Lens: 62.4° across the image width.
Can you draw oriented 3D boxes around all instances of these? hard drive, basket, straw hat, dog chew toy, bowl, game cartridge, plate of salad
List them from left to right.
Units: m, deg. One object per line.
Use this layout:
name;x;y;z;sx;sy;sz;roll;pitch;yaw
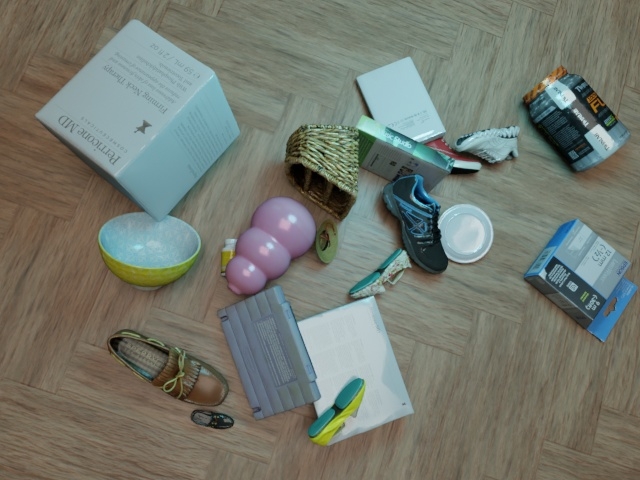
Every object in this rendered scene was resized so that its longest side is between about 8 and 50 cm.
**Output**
bowl;-0.514;0.054;1.581;0.289;0.290;0.156;16;121;-4
dog chew toy;-0.162;0.026;1.612;0.206;0.206;0.332;37;73;1
game cartridge;-0.153;0.337;1.589;0.230;0.068;0.355;-23;83;16
basket;-0.006;-0.201;1.631;0.213;0.299;0.223;2;79;-6
straw hat;0.000;0.000;1.715;0.061;0.144;0.145;2;77;32
hard drive;0.272;-0.459;1.807;0.202;0.040;0.308;-21;74;1
plate of salad;0.485;-0.023;1.789;0.199;0.048;0.200;0;89;-2

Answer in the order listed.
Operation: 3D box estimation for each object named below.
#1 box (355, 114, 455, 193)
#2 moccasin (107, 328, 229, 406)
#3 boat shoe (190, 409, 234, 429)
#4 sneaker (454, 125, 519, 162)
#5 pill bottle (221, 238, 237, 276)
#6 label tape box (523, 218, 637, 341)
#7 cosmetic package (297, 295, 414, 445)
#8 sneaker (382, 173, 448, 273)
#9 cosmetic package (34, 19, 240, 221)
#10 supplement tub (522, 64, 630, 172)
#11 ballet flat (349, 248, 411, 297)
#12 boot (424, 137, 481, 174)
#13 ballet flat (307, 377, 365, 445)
box;0.242;-0.266;1.709;0.321;0.232;0.059;24;73;-3
moccasin;-0.446;0.372;1.552;0.380;0.147;0.139;34;78;0
boat shoe;-0.326;0.541;1.591;0.132;0.042;0.049;14;76;-6
sneaker;0.576;-0.318;1.794;0.292;0.110;0.119;-12;96;-31
pill bottle;-0.281;0.056;1.671;0.065;0.065;0.117;0;80;-7
label tape box;0.905;0.136;1.778;0.347;0.115;0.249;39;78;3
cosmetic package;0.089;0.395;1.639;0.284;0.097;0.378;-17;83;-7
sneaker;0.329;-0.050;1.702;0.125;0.139;0.341;-34;95;-47
cosmetic package;-0.507;-0.339;1.552;0.329;0.327;0.394;35;77;15
supplement tub;0.873;-0.421;1.827;0.207;0.207;0.338;-39;87;-12
ballet flat;0.203;0.123;1.711;0.241;0.091;0.077;-39;100;-10
boot;0.437;-0.323;1.820;0.244;0.088;0.176;8;77;-2
ballet flat;0.061;0.504;1.541;0.231;0.077;0.077;-45;109;-9
